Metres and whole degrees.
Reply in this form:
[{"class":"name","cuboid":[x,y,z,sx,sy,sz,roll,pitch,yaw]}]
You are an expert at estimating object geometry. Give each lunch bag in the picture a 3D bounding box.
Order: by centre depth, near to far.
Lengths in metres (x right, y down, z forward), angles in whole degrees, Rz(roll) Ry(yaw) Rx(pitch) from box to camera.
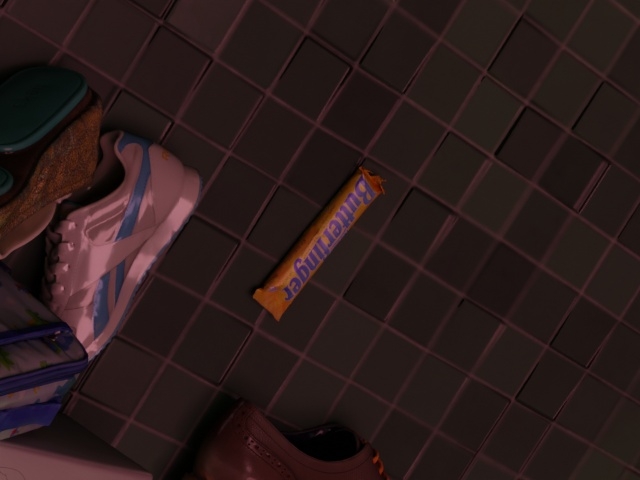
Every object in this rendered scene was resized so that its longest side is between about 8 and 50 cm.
[{"class":"lunch bag","cuboid":[-0.286,0.078,1.495,0.090,0.176,0.219,-53,164,15]}]

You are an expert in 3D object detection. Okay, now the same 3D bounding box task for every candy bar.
[{"class":"candy bar","cuboid":[0.000,0.000,1.768,0.161,0.018,0.040,-50,126,-2]}]

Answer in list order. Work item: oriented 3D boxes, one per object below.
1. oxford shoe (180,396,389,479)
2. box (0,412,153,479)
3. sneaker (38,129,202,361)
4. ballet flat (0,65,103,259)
[{"class":"oxford shoe","cuboid":[0.039,0.254,1.832,0.364,0.130,0.132,26,89,-35]},{"class":"box","cuboid":[-0.344,0.226,1.553,0.345,0.168,0.215,19,93,-35]},{"class":"sneaker","cuboid":[-0.196,0.016,1.627,0.092,0.087,0.228,34,84,-29]},{"class":"ballet flat","cuboid":[-0.261,-0.027,1.455,0.348,0.123,0.123,-48,141,-60]}]
